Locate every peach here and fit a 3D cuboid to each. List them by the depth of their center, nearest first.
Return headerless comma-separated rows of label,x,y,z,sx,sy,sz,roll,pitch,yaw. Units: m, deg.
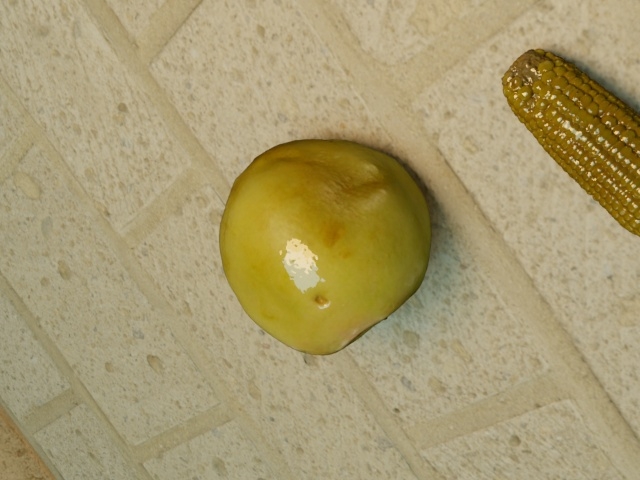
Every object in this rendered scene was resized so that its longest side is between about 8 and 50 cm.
peach,0.000,0.007,1.140,0.315,0.314,0.281,38,144,14

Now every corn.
corn,0.361,-0.115,0.958,0.322,0.119,0.119,47,129,10
